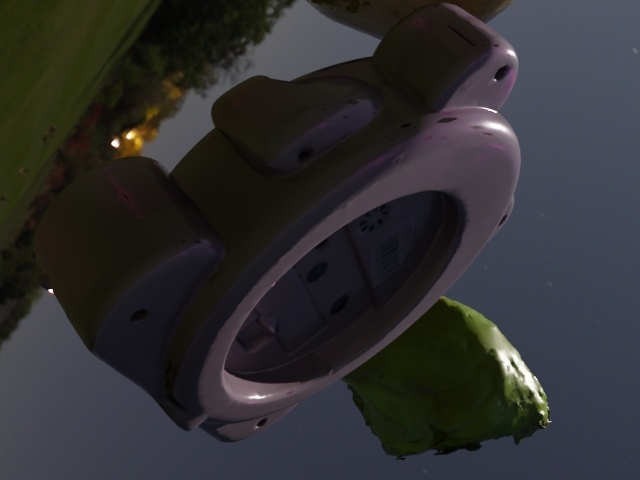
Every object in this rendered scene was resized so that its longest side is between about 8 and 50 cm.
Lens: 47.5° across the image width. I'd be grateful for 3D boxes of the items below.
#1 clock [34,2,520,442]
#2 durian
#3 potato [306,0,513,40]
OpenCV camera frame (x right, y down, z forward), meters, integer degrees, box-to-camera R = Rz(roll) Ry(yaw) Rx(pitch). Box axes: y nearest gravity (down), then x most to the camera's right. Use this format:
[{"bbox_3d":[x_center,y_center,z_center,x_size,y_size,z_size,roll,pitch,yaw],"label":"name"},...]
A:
[{"bbox_3d":[0.000,0.000,0.530,0.322,0.295,0.113,-36,-120,-7],"label":"clock"},{"bbox_3d":[0.167,0.203,1.098,0.256,0.339,0.204,-33,-179,3],"label":"durian"},{"bbox_3d":[0.067,-0.292,0.675,0.242,0.286,0.242,-64,-176,8],"label":"potato"}]
